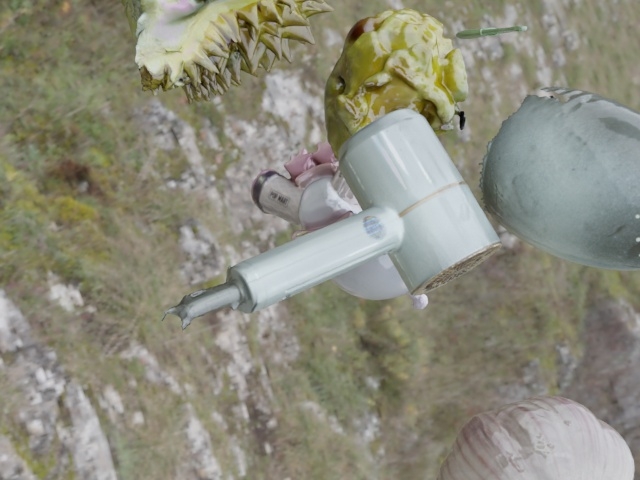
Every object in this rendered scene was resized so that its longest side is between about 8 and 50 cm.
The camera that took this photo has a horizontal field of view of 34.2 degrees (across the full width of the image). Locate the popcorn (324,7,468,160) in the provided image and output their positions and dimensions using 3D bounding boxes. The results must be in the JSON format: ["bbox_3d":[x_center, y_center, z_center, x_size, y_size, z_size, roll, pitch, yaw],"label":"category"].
[{"bbox_3d":[0.093,-0.179,1.301,0.169,0.218,0.189,14,13,-12],"label":"popcorn"}]

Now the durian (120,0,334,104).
[{"bbox_3d":[-0.085,-0.194,0.760,0.166,0.172,0.306,39,24,-35],"label":"durian"}]

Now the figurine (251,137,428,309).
[{"bbox_3d":[0.063,-0.024,1.725,0.361,0.253,0.211,33,53,-55],"label":"figurine"}]

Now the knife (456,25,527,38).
[{"bbox_3d":[0.239,-0.299,1.486,0.030,0.207,0.014,-2,98,-19],"label":"knife"}]

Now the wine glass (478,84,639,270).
[{"bbox_3d":[0.339,-0.040,1.090,0.190,0.357,0.191,-18,122,-32],"label":"wine glass"}]

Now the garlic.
[{"bbox_3d":[0.338,0.389,1.686,0.317,0.317,0.259,34,10,-45],"label":"garlic"}]

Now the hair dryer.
[{"bbox_3d":[0.000,0.000,0.994,0.357,0.107,0.173,-23,75,-33],"label":"hair dryer"}]
